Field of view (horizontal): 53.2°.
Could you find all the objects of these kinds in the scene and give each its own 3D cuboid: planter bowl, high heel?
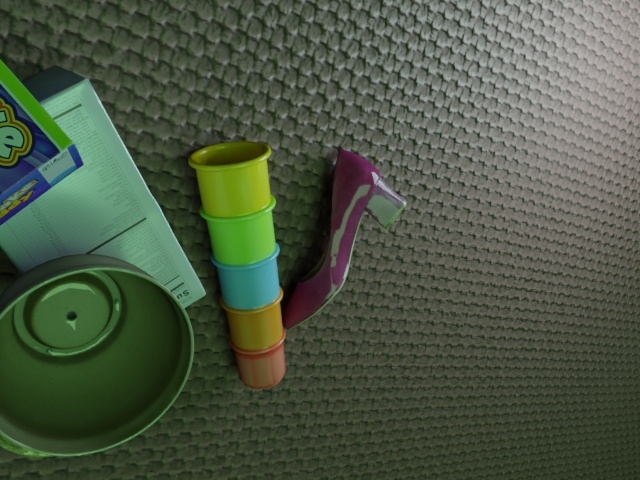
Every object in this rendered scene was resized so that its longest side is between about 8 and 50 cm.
[{"bbox_3d":[-0.202,0.079,0.533,0.162,0.109,0.162,-13,115,-28],"label":"planter bowl"},{"bbox_3d":[0.000,0.000,0.857,0.117,0.082,0.244,39,96,-10],"label":"high heel"}]

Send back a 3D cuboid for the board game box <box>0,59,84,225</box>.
[{"bbox_3d":[-0.374,-0.121,0.429,0.233,0.078,0.347,-42,96,-15],"label":"board game box"}]

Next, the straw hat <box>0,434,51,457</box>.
[{"bbox_3d":[-0.292,0.165,0.704,0.144,0.061,0.144,-10,123,-17],"label":"straw hat"}]

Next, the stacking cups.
[{"bbox_3d":[-0.094,0.044,0.782,0.096,0.096,0.316,-18,118,-29],"label":"stacking cups"}]

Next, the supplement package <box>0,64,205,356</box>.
[{"bbox_3d":[-0.240,-0.024,0.622,0.139,0.134,0.244,-33,123,-19],"label":"supplement package"}]
